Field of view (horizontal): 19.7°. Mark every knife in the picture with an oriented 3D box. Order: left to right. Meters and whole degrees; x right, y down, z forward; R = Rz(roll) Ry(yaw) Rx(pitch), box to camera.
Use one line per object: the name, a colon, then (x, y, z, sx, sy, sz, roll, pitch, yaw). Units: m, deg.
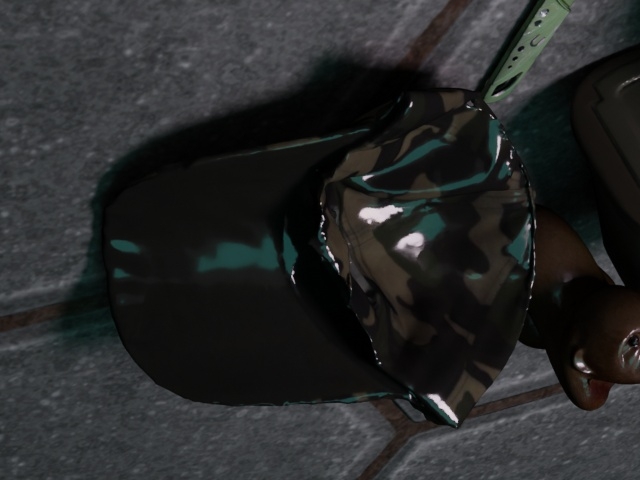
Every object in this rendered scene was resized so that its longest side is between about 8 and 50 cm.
knife: (0.228, -0.234, 1.707, 0.043, 0.020, 0.293, 2, 136, -36)

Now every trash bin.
trash bin: (0.379, -0.051, 1.871, 0.219, 0.219, 0.250, -21, 150, -3)

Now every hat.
hat: (0.000, 0.000, 1.776, 0.382, 0.257, 0.366, 5, 116, 16)

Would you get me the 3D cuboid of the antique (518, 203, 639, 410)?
antique: (0.259, 0.060, 1.889, 0.121, 0.257, 0.143, -32, 142, -9)
